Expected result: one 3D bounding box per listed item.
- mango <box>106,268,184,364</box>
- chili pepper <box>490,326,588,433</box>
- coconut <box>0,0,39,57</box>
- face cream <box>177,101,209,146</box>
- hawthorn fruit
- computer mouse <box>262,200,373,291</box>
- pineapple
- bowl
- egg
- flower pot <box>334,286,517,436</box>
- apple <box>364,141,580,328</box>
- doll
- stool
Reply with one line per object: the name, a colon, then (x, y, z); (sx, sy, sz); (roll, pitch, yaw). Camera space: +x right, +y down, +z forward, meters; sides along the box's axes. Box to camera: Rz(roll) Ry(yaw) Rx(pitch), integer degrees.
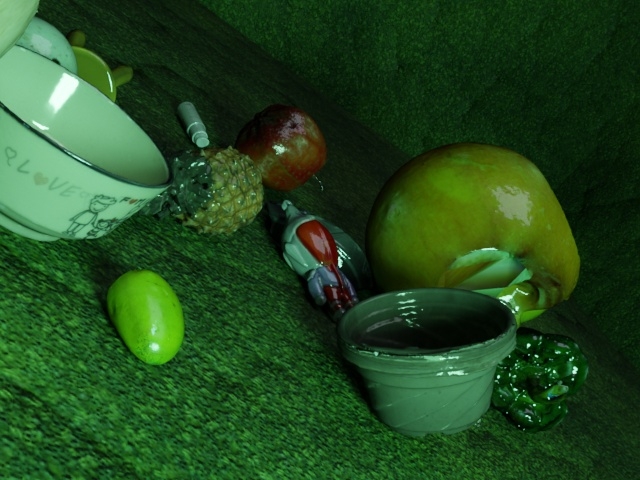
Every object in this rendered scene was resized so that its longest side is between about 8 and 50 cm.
mango: (-0.167, 0.075, 0.863); (0.073, 0.056, 0.108); (24, 34, -38)
chili pepper: (0.359, 0.227, 1.495); (0.165, 0.174, 0.261); (40, 8, 14)
coconut: (-0.382, -0.212, 0.572); (0.344, 0.415, 0.415); (45, 14, -3)
face cream: (-0.223, -0.202, 1.565); (0.034, 0.034, 0.130); (29, 17, -37)
hawthorn fruit: (-0.059, -0.155, 1.621); (0.194, 0.157, 0.157); (42, 12, -29)
computer mouse: (0.001, -0.002, 1.469); (0.231, 0.071, 0.126); (41, 14, 2)
pineapple: (-0.176, -0.067, 1.134); (0.128, 0.128, 0.248); (46, 20, 21)
bowl: (-0.280, -0.086, 0.900); (0.238, 0.126, 0.237); (38, 15, -12)
egg: (-0.371, -0.209, 1.061); (0.164, 0.131, 0.131); (20, 9, 18)
flower pot: (0.137, 0.157, 1.121); (0.235, 0.236, 0.140); (-78, 161, -74)
apple: (0.268, 0.021, 1.509); (0.384, 0.374, 0.374); (32, 17, -21)
doll: (-0.008, 0.025, 1.359); (0.102, 0.075, 0.227); (5, 47, -50)
stool: (-0.325, -0.213, 1.194); (0.110, 0.135, 0.134); (-102, -175, -72)
